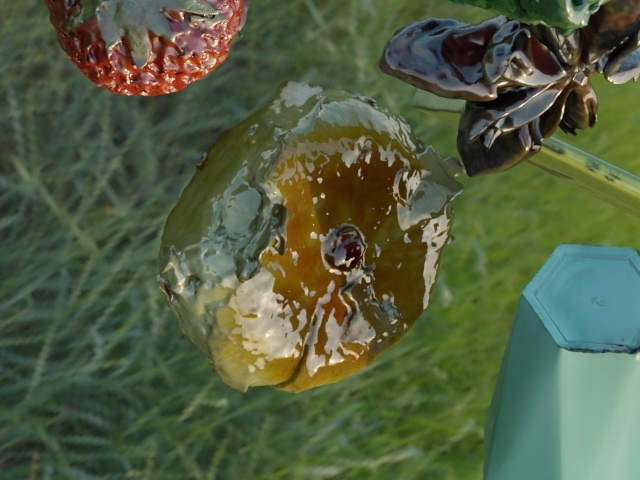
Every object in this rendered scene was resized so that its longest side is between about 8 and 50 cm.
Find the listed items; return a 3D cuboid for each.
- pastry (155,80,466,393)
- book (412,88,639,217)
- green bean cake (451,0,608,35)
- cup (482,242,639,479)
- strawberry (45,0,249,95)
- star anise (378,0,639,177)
[{"bbox_3d":[-0.001,0.006,1.367,0.257,0.121,0.236,-55,132,-7],"label":"pastry"},{"bbox_3d":[0.259,-0.052,1.548,0.352,0.035,0.239,26,4,-9],"label":"book"},{"bbox_3d":[0.149,-0.153,0.660,0.208,0.107,0.193,16,93,-46],"label":"green bean cake"},{"bbox_3d":[0.196,0.116,1.342,0.236,0.134,0.148,88,3,-53],"label":"cup"},{"bbox_3d":[-0.120,-0.166,1.173,0.145,0.145,0.086,59,8,-2],"label":"strawberry"},{"bbox_3d":[0.169,-0.145,1.295,0.129,0.212,0.283,48,3,27],"label":"star anise"}]
